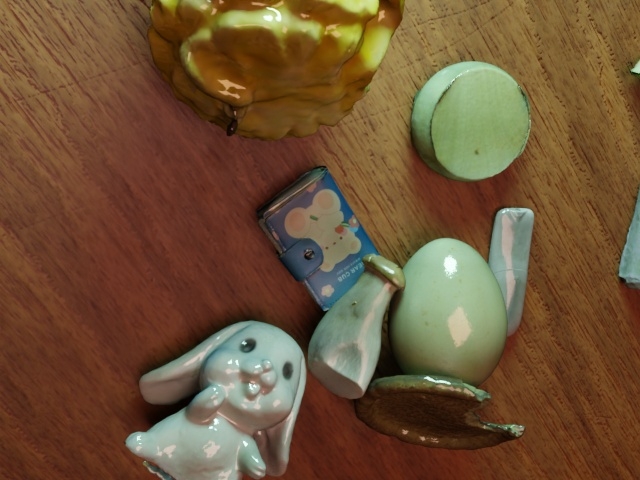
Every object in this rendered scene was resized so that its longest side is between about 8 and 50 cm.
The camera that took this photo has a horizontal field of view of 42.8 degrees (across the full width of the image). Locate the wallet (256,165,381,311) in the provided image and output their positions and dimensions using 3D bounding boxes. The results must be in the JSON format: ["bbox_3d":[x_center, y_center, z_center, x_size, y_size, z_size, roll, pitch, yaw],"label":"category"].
[{"bbox_3d":[0.000,-0.001,1.278,0.141,0.059,0.202,-37,114,-7],"label":"wallet"}]

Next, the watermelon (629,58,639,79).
[{"bbox_3d":[0.633,-0.314,1.362,0.245,0.119,0.063,-34,152,-11],"label":"watermelon"}]

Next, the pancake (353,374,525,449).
[{"bbox_3d":[0.192,0.282,1.312,0.286,0.288,0.033,13,60,-3],"label":"pancake"}]

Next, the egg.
[{"bbox_3d":[0.200,0.121,1.295,0.189,0.188,0.253,-7,101,-14],"label":"egg"}]

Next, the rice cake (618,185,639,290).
[{"bbox_3d":[0.592,-0.088,1.417,0.056,0.073,0.364,8,99,-15],"label":"rice cake"}]

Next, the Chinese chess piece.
[{"bbox_3d":[0.235,-0.186,1.289,0.188,0.083,0.188,-5,105,-18],"label":"Chinese chess piece"}]

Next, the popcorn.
[{"bbox_3d":[-0.069,-0.318,1.072,0.349,0.349,0.381,-2,65,-15],"label":"popcorn"}]

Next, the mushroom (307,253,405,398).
[{"bbox_3d":[0.055,0.131,1.262,0.093,0.116,0.225,32,79,-63],"label":"mushroom"}]

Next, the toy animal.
[{"bbox_3d":[-0.136,0.272,1.254,0.289,0.174,0.249,-31,97,-5],"label":"toy animal"}]

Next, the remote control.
[{"bbox_3d":[0.323,0.059,1.390,0.073,0.044,0.229,2,103,-13],"label":"remote control"}]
